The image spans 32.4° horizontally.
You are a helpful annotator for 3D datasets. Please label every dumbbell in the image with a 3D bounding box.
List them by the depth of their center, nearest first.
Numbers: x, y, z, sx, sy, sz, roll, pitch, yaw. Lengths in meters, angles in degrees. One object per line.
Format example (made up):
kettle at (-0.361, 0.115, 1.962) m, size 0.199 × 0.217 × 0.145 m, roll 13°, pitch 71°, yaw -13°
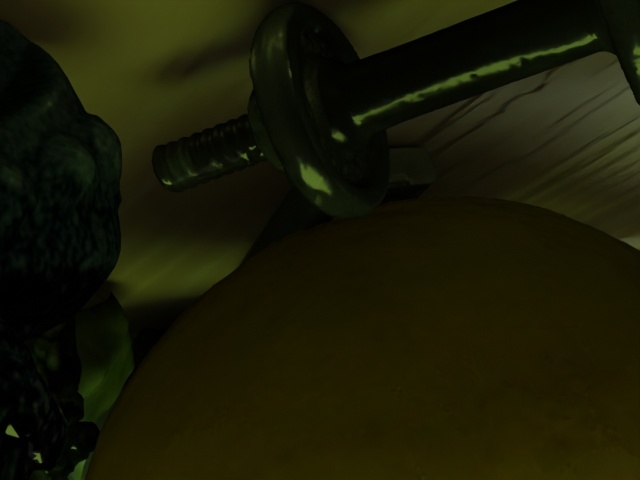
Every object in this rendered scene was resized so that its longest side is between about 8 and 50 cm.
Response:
dumbbell at (0.050, -0.061, 0.369) m, size 0.254 × 0.081 × 0.082 m, roll -18°, pitch 162°, yaw 24°

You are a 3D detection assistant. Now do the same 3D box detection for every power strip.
power strip at (0.000, 0.000, 0.641) m, size 0.060 × 0.027 × 0.252 m, roll -6°, pitch 164°, yaw -18°

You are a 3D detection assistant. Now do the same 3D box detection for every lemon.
lemon at (0.051, 0.143, 0.527) m, size 0.348 × 0.348 × 0.348 m, roll -10°, pitch 164°, yaw -3°

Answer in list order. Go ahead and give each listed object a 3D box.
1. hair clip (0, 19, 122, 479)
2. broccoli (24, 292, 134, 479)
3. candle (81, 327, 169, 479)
hair clip at (-0.164, 0.013, 0.256) m, size 0.195 × 0.206 × 0.310 m, roll -12°, pitch 166°, yaw 20°
broccoli at (-0.206, 0.093, 0.620) m, size 0.288 × 0.248 × 0.245 m, roll -28°, pitch -165°, yaw 22°
candle at (-0.189, 0.186, 0.833) m, size 0.343 × 0.221 × 0.221 m, roll -10°, pitch 164°, yaw 9°
